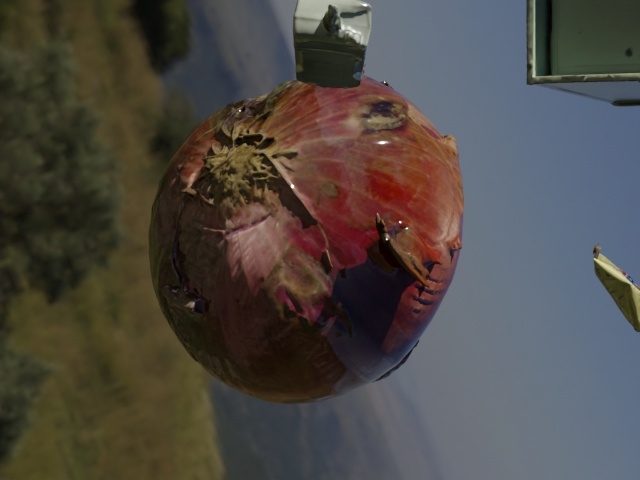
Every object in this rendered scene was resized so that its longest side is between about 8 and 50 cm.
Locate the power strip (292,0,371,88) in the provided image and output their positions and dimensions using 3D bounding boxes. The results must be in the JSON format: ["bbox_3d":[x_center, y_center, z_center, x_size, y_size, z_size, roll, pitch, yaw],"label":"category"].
[{"bbox_3d":[0.007,-0.126,1.116,0.191,0.048,0.030,95,3,-84],"label":"power strip"}]

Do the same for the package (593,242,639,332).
[{"bbox_3d":[0.324,0.055,1.852,0.120,0.031,0.108,54,8,4],"label":"package"}]

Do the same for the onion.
[{"bbox_3d":[-0.012,-0.005,1.761,0.353,0.354,0.353,-22,90,-89],"label":"onion"}]

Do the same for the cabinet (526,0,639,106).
[{"bbox_3d":[0.259,-0.184,1.328,0.206,0.145,0.150,0,91,-63],"label":"cabinet"}]
